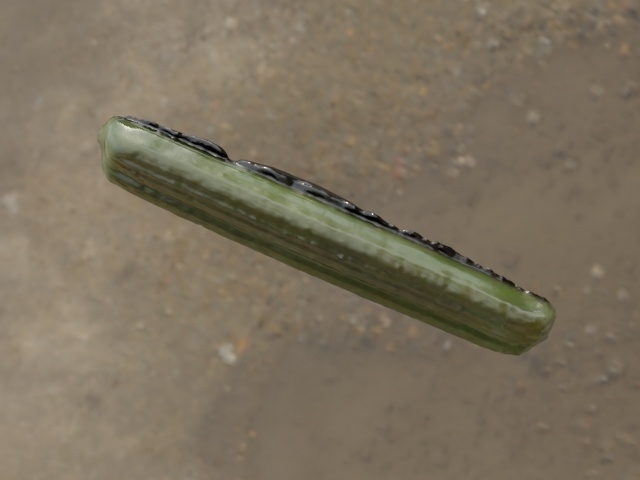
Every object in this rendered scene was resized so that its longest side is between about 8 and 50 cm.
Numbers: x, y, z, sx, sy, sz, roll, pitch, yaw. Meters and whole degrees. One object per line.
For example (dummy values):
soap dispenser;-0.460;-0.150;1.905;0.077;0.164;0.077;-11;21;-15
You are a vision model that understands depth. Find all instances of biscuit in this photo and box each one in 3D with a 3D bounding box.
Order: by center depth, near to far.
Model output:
biscuit;0.000;0.000;1.142;0.099;0.322;0.038;124;168;-70
